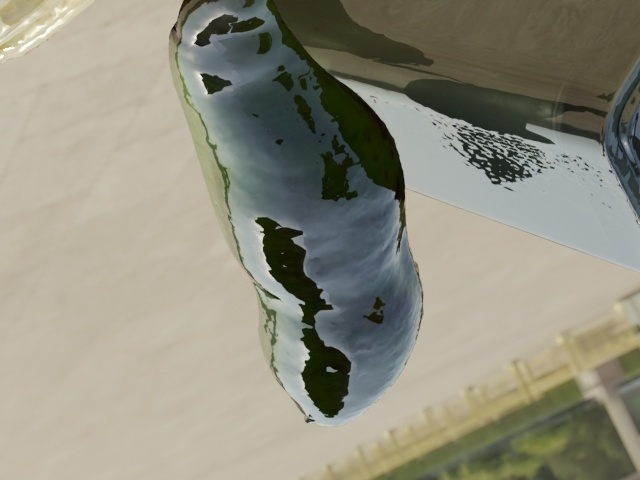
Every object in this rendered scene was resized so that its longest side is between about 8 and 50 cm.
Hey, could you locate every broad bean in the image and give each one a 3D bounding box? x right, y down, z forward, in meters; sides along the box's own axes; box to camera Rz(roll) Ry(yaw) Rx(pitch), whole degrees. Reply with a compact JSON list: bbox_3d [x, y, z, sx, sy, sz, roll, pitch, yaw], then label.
[{"bbox_3d":[0.000,0.000,0.673,0.077,0.061,0.339,-8,143,4],"label":"broad bean"}]

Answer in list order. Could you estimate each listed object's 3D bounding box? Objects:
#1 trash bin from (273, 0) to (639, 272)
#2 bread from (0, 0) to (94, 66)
[{"bbox_3d":[0.080,-0.098,0.720,0.164,0.240,0.122,-57,139,-19],"label":"trash bin"},{"bbox_3d":[-0.208,-0.256,0.741,0.183,0.388,0.236,-28,167,37],"label":"bread"}]
